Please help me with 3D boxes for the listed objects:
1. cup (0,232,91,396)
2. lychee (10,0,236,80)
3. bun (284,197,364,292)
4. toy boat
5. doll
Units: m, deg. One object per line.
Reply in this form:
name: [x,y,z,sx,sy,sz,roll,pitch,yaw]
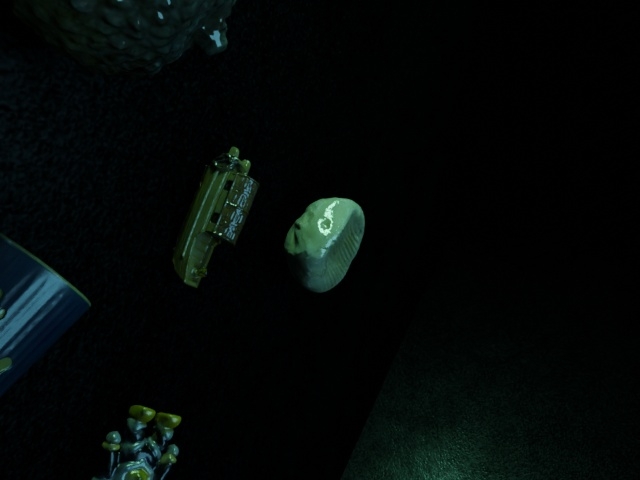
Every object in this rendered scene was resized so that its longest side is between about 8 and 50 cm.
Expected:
cup: [-0.334,0.070,0.475,0.176,0.131,0.155,47,62,-29]
lychee: [-0.176,-0.283,0.456,0.274,0.255,0.255,42,62,-29]
bun: [0.000,0.000,1.126,0.231,0.133,0.231,-46,152,-34]
toy boat: [-0.161,-0.035,0.808,0.226,0.087,0.068,-70,157,-11]
doll: [-0.304,0.412,0.772,0.145,0.103,0.317,49,55,-58]
